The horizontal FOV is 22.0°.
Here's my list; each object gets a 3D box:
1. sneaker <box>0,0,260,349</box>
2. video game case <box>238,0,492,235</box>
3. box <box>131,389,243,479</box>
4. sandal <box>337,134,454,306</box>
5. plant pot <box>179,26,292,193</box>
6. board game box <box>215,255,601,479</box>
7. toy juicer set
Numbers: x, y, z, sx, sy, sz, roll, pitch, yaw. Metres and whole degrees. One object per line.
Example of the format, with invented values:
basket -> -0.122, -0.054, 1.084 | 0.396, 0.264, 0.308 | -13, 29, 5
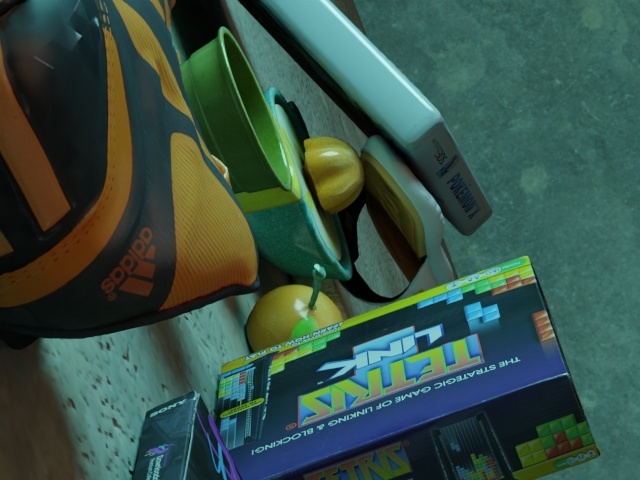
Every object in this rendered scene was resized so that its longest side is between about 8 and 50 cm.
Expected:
sneaker -> -0.092, -0.073, 0.596 | 0.321, 0.124, 0.180 | -78, 151, -57
video game case -> -0.008, -0.154, 1.215 | 0.329, 0.036, 0.300 | 48, 2, 16
box -> -0.030, 0.154, 0.652 | 0.116, 0.029, 0.162 | -92, 160, -71
sandal -> 0.036, -0.004, 1.177 | 0.102, 0.076, 0.265 | 53, -4, 16
plant pot -> -0.065, -0.047, 0.779 | 0.083, 0.079, 0.083 | -23, 90, -83
board game box -> 0.034, 0.079, 0.777 | 0.141, 0.170, 0.048 | -92, 161, -70
toy juicer set -> 0.000, 0.000, 1.072 | 0.329, 0.089, 0.209 | -55, 122, -82
